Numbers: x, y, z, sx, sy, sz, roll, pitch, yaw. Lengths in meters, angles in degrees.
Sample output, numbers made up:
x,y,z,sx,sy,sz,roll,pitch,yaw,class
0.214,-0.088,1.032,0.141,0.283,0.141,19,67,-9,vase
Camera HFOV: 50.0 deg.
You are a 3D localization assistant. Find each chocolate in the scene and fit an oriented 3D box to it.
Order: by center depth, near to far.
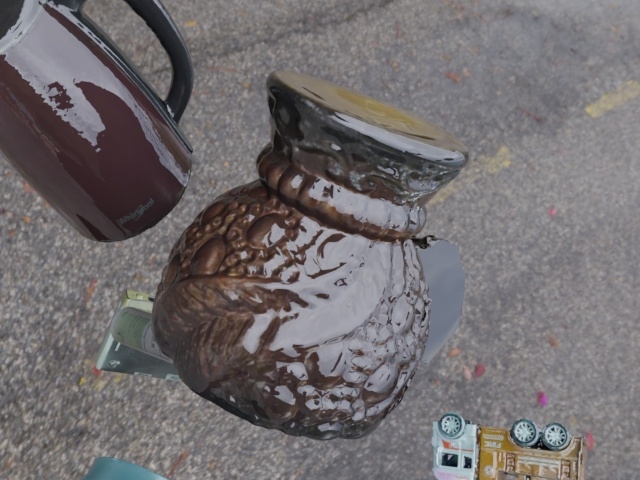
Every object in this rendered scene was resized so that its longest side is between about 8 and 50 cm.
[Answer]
x,y,z,sx,sy,sz,roll,pitch,yaw,class
0.090,0.057,0.859,0.156,0.133,0.156,-13,108,-44,chocolate

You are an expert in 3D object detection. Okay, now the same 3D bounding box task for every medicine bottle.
x,y,z,sx,sy,sz,roll,pitch,yaw,class
-0.211,0.139,0.954,0.057,0.199,0.058,-17,113,-49,medicine bottle

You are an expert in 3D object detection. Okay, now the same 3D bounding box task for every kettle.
x,y,z,sx,sy,sz,roll,pitch,yaw,class
-0.208,-0.128,0.611,0.202,0.232,0.144,-29,55,-1,kettle

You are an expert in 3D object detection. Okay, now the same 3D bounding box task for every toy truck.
x,y,z,sx,sy,sz,roll,pitch,yaw,class
0.216,0.268,0.801,0.080,0.177,0.115,42,53,-56,toy truck

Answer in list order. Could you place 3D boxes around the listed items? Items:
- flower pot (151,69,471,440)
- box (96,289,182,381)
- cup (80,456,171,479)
x,y,z,sx,sy,sz,roll,pitch,yaw,class
0.000,0.000,0.642,0.266,0.267,0.266,18,20,-7,flower pot
-0.258,0.192,1.271,0.270,0.211,0.045,15,36,-26,box
-0.174,0.308,0.595,0.167,0.299,0.173,37,53,-10,cup
